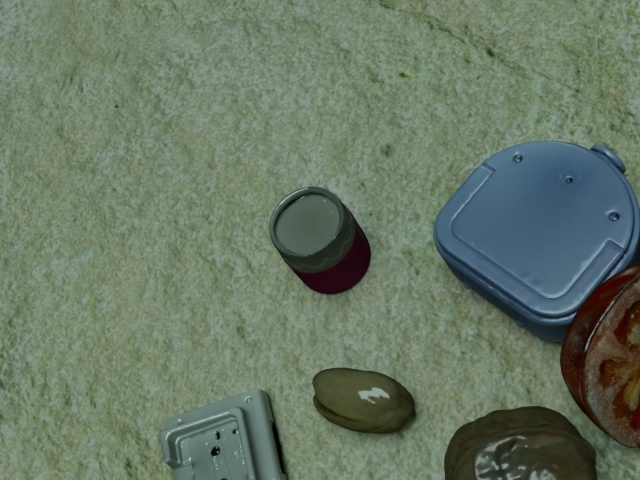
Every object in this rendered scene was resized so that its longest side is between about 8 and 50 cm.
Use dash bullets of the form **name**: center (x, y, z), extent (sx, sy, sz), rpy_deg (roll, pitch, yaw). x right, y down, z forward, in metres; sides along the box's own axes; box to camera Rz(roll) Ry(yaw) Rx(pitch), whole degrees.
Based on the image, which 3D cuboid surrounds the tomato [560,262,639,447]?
- **tomato**: center (0.542, 0.179, 1.656), extent (0.338, 0.338, 0.143), rpy_deg (-51, 30, -8)

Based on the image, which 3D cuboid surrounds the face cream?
- **face cream**: center (0.000, 0.000, 2.000), extent (0.175, 0.195, 0.175), rpy_deg (-10, 61, 17)

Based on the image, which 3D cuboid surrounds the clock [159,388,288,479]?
- **clock**: center (-0.197, 0.450, 1.905), extent (0.231, 0.116, 0.262), rpy_deg (-21, 60, 11)

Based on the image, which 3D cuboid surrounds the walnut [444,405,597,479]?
- **walnut**: center (0.350, 0.414, 1.629), extent (0.273, 0.273, 0.227), rpy_deg (-17, 96, 14)

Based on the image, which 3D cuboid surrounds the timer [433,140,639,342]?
- **timer**: center (0.449, -0.022, 1.838), extent (0.395, 0.173, 0.395), rpy_deg (-10, 61, 19)

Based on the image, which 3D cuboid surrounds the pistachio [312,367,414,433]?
- **pistachio**: center (0.078, 0.312, 1.862), extent (0.226, 0.136, 0.136), rpy_deg (9, 69, 34)
